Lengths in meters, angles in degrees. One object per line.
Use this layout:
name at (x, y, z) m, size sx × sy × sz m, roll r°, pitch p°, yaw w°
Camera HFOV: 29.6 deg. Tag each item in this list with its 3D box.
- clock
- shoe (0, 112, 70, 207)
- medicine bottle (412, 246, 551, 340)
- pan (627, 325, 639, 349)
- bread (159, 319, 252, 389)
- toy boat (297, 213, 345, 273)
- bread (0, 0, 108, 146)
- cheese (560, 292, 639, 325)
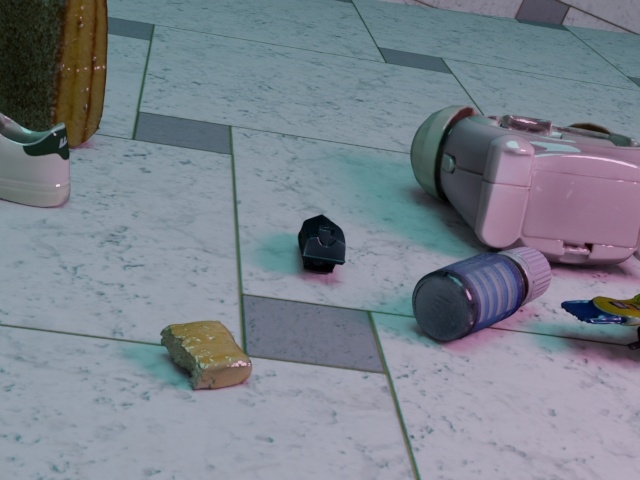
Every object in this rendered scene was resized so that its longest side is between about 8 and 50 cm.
clock at (0.318, -0.089, 1.723) m, size 0.342 × 0.184 × 0.326 m, roll 11°, pitch 16°, yaw -15°
shoe at (-0.435, -0.120, 1.498) m, size 0.265 × 0.110 × 0.095 m, roll 12°, pitch 22°, yaw -6°
medicine bottle at (0.192, 0.055, 1.405) m, size 0.083 × 0.083 × 0.203 m, roll 25°, pitch 27°, yaw 32°
pan at (0.387, 0.124, 1.412) m, size 0.115 × 0.023 × 0.068 m, roll -6°, pitch 27°, yaw -44°
bread at (-0.109, 0.110, 1.181) m, size 0.070 × 0.035 × 0.083 m, roll -6°, pitch 34°, yaw -37°
toy boat at (0.000, 0.000, 1.489) m, size 0.055 × 0.060 × 0.141 m, roll 9°, pitch 14°, yaw -6°
bread at (-0.383, -0.270, 1.730) m, size 0.111 × 0.234 × 0.184 m, roll -12°, pitch 32°, yaw -43°
cheese at (0.418, 0.079, 1.410) m, size 0.270 × 0.069 × 0.177 m, roll -4°, pitch 13°, yaw -12°
